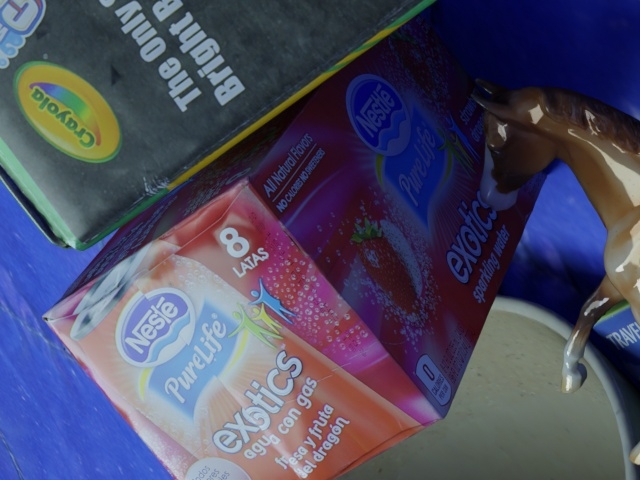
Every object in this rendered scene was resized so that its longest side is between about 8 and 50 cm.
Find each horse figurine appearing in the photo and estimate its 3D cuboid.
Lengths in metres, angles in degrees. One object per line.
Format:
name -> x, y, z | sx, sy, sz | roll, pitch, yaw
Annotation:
horse figurine -> 0.185, 0.033, 0.805 | 0.263, 0.066, 0.174 | 20, 131, 27

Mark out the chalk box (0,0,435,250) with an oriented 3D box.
chalk box -> -0.062, -0.126, 0.751 | 0.180, 0.289, 0.179 | 55, -160, -6

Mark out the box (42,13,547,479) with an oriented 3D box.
box -> 0.000, 0.000, 0.886 | 0.123, 0.257, 0.128 | -34, 101, 27

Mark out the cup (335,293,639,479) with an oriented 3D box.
cup -> 0.108, 0.226, 1.034 | 0.237, 0.331, 0.331 | 33, 169, -31

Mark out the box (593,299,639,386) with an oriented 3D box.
box -> 0.201, 0.068, 0.909 | 0.178, 0.042, 0.109 | 51, 157, 1

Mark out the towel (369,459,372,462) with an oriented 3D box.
towel -> 0.027, 0.193, 1.343 | 0.271, 0.040, 0.370 | 48, 163, 51
